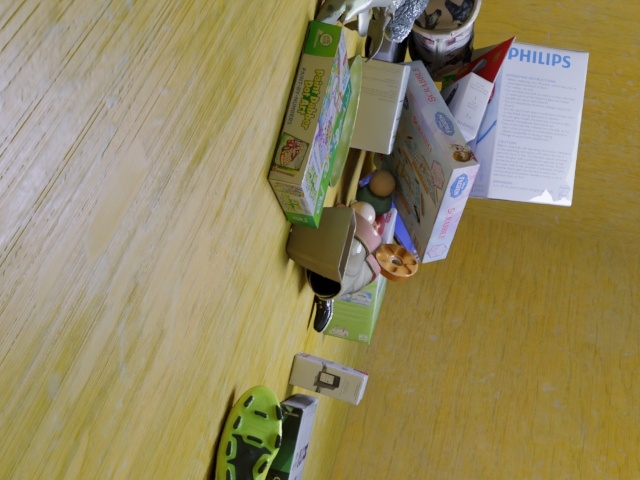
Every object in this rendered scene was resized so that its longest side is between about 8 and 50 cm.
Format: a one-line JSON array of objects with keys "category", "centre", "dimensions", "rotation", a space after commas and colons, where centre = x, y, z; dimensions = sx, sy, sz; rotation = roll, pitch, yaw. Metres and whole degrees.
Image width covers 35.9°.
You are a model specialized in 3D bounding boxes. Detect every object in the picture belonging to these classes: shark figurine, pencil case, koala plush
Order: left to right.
[{"category": "shark figurine", "centre": [0.069, -0.394, 1.562], "dimensions": [0.166, 0.116, 0.278], "rotation": [-45, 169, 12]}, {"category": "koala plush", "centre": [0.166, -0.489, 1.829], "dimensions": [0.221, 0.203, 0.196], "rotation": [-64, 169, -10]}, {"category": "pencil case", "centre": [0.264, -0.473, 2.155], "dimensions": [0.410, 0.160, 0.183], "rotation": [13, 70, -83]}]

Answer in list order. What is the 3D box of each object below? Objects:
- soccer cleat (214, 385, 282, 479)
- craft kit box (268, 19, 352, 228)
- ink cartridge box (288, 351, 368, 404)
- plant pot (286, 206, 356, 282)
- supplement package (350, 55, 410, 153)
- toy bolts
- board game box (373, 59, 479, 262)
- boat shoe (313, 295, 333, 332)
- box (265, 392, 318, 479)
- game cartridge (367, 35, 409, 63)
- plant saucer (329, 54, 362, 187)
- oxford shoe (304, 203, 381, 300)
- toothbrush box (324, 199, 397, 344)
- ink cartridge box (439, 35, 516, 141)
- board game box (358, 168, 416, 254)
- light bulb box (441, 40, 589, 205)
[{"category": "soccer cleat", "centre": [-0.128, 0.356, 1.456], "dimensions": [0.121, 0.093, 0.289], "rotation": [-19, -122, 63]}, {"category": "craft kit box", "centre": [-0.010, -0.167, 1.498], "dimensions": [0.250, 0.061, 0.246], "rotation": [67, 39, -76]}, {"category": "ink cartridge box", "centre": [0.017, 0.286, 2.050], "dimensions": [0.109, 0.150, 0.063], "rotation": [24, 83, -82]}, {"category": "plant pot", "centre": [0.000, 0.000, 1.664], "dimensions": [0.109, 0.096, 0.109], "rotation": [76, 27, -75]}, {"category": "supplement package", "centre": [0.110, -0.273, 1.986], "dimensions": [0.105, 0.105, 0.179], "rotation": [-45, 147, -76]}, {"category": "toy bolts", "centre": [0.136, -0.043, 2.195], "dimensions": [0.228, 0.218, 0.158], "rotation": [-79, -170, -49]}, {"category": "board game box", "centre": [0.222, -0.171, 2.168], "dimensions": [0.318, 0.066, 0.318], "rotation": [102, -28, -52]}, {"category": "boat shoe", "centre": [0.006, 0.133, 2.130], "dimensions": [0.049, 0.042, 0.133], "rotation": [-1, -112, 55]}, {"category": "box", "centre": [-0.077, 0.486, 2.040], "dimensions": [0.232, 0.058, 0.322], "rotation": [31, 70, -82]}, {"category": "game cartridge", "centre": [0.155, -0.442, 2.223], "dimensions": [0.355, 0.068, 0.230], "rotation": [75, 33, -74]}, {"category": "plant saucer", "centre": [0.030, -0.214, 1.759], "dimensions": [0.241, 0.037, 0.241], "rotation": [12, 90, -82]}, {"category": "oxford shoe", "centre": [0.024, 0.049, 1.939], "dimensions": [0.146, 0.140, 0.397], "rotation": [-50, 166, -11]}, {"category": "toothbrush box", "centre": [0.098, 0.078, 2.401], "dimensions": [0.206, 0.122, 0.283], "rotation": [-69, 167, -48]}, {"category": "ink cartridge box", "centre": [0.307, -0.328, 2.248], "dimensions": [0.261, 0.066, 0.296], "rotation": [-68, -167, -12]}, {"category": "board game box", "centre": [0.229, -0.078, 2.579], "dimensions": [0.141, 0.232, 0.291], "rotation": [-35, 170, 2]}, {"category": "light bulb box", "centre": [0.449, -0.277, 2.403], "dimensions": [0.358, 0.225, 0.361], "rotation": [-166, -99, -73]}]
